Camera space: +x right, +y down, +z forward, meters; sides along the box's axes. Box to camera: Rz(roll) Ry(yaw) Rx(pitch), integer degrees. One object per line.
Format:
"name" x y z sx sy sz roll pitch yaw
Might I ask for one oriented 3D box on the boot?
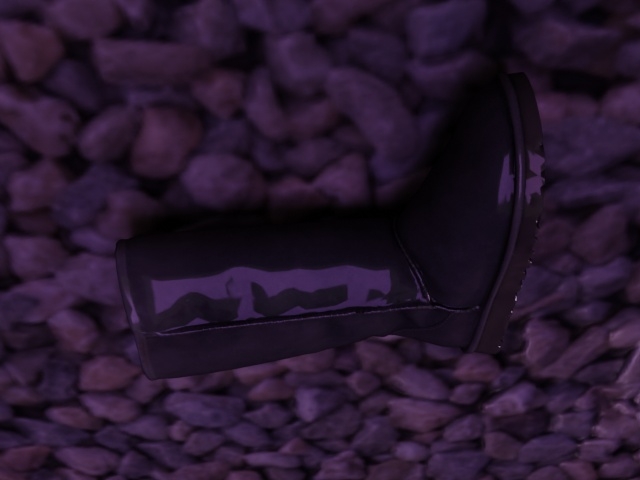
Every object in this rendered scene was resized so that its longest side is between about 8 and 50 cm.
"boot" 0.000 0.001 0.413 0.208 0.076 0.190 3 125 0
